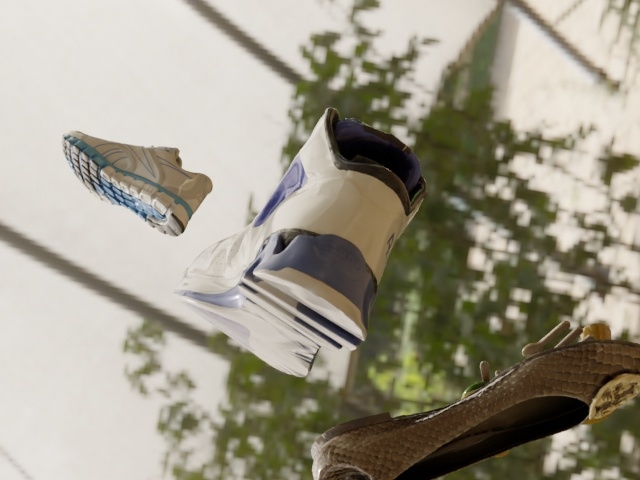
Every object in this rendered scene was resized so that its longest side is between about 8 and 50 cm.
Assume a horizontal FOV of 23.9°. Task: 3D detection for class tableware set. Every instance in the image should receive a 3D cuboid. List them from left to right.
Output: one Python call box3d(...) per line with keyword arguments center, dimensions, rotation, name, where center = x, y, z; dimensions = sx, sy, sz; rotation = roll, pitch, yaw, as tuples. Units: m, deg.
box3d(center=(0.168, 0.111, 1.121), dimensions=(0.154, 0.104, 0.024), rotation=(-45, 29, 34), name="tableware set")

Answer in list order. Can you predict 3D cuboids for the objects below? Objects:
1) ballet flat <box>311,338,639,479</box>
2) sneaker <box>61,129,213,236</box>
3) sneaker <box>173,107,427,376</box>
box3d(center=(0.116, 0.132, 1.046), dimensions=(0.084, 0.249, 0.058), rotation=(76, 176, -49), name="ballet flat")
box3d(center=(-0.194, -0.076, 1.616), dimensions=(0.083, 0.190, 0.071), rotation=(-46, -28, -27), name="sneaker")
box3d(center=(0.000, 0.000, 1.234), dimensions=(0.182, 0.127, 0.315), rotation=(-58, 12, -18), name="sneaker")
